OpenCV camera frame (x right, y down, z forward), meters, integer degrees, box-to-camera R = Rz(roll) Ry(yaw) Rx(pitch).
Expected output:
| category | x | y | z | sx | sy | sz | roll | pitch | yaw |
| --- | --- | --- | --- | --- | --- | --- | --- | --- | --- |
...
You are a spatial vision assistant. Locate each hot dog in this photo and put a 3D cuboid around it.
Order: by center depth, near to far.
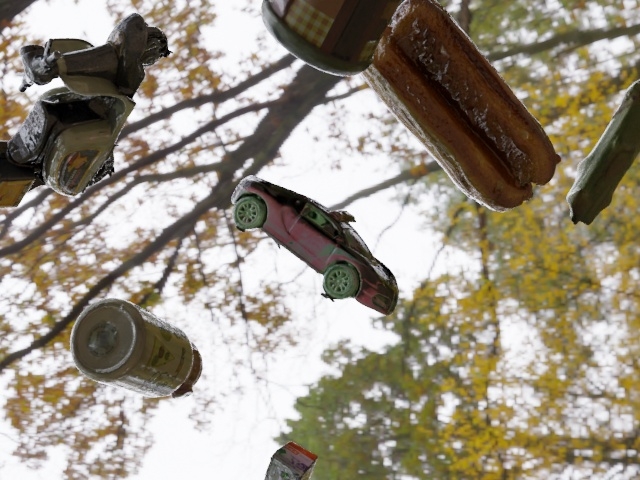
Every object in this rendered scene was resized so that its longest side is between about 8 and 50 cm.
| category | x | y | z | sx | sy | sz | roll | pitch | yaw |
| --- | --- | --- | --- | --- | --- | --- | --- | --- | --- |
| hot dog | 0.202 | -0.198 | 1.447 | 0.158 | 0.117 | 0.349 | -42 | -90 | 9 |

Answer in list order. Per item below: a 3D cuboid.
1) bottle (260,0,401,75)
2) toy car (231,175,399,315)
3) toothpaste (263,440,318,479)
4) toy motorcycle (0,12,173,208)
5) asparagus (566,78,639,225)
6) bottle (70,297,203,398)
| category | x | y | z | sx | sy | sz | roll | pitch | yaw |
| --- | --- | --- | --- | --- | --- | --- | --- | --- | --- |
| bottle | 0.058 | -0.304 | 0.974 | 0.143 | 0.271 | 0.156 | 37 | -151 | 9 |
| toy car | 0.000 | 0.000 | 0.681 | 0.055 | 0.142 | 0.069 | -56 | -21 | 6 |
| toothpaste | -0.053 | 0.328 | 1.218 | 0.047 | 0.196 | 0.040 | 30 | -141 | 17 |
| toy motorcycle | -0.265 | -0.137 | 1.032 | 0.157 | 0.263 | 0.091 | -10 | -121 | -48 |
| asparagus | 0.493 | -0.144 | 1.644 | 0.082 | 0.085 | 0.343 | 39 | -111 | -10 |
| bottle | -0.252 | 0.168 | 1.430 | 0.253 | 0.120 | 0.120 | 43 | -127 | -64 |
